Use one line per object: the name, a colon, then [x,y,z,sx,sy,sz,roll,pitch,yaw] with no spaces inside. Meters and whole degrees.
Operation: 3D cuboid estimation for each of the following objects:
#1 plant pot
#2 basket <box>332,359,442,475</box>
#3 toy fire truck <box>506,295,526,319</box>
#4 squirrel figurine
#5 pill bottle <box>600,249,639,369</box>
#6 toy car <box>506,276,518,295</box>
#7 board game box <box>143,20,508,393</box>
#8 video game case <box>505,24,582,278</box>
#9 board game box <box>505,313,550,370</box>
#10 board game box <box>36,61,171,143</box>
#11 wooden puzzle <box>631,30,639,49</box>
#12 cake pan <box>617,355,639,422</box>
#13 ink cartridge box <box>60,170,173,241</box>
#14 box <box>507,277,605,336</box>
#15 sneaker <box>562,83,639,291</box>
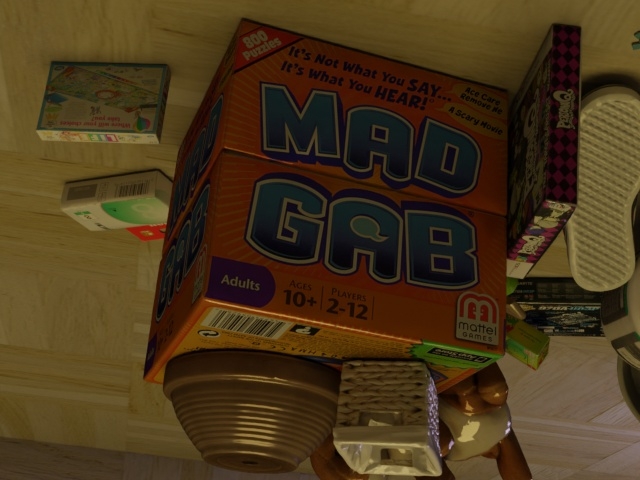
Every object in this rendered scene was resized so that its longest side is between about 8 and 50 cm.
plant pot: [-0.083,0.224,1.322,0.237,0.109,0.237,5,156,2]
basket: [0.085,0.213,1.271,0.113,0.103,0.167,0,157,12]
toy fire truck: [0.202,0.085,1.801,0.246,0.158,0.217,-25,143,29]
squirrel figurine: [0.145,0.313,1.992,0.370,0.397,0.281,-21,131,0]
pill bottle: [0.537,0.101,1.608,0.204,0.204,0.361,2,172,6]
toy car: [0.201,-0.002,1.651,0.155,0.149,0.188,17,180,-44]
board game box: [0.000,0.000,1.373,0.357,0.356,0.356,12,155,-16]
video game case: [0.257,-0.100,1.255,0.042,0.232,0.210,8,156,-2]
board game box: [0.325,0.158,1.928,0.181,0.043,0.092,32,165,21]
board game box: [-0.274,-0.175,1.349,0.154,0.103,0.026,3,156,6]
wooden puzzle: [0.392,-0.232,1.207,0.049,0.006,0.083,23,150,-34]
cake pan: [0.674,0.224,1.870,0.293,0.293,0.054,-5,-175,21]
ink cartridge box: [-0.282,-0.034,1.727,0.181,0.056,0.224,-6,152,24]
box: [0.448,0.123,1.926,0.220,0.051,0.175,0,155,13]
sneaker: [0.366,-0.088,1.412,0.126,0.127,0.321,-1,132,6]
